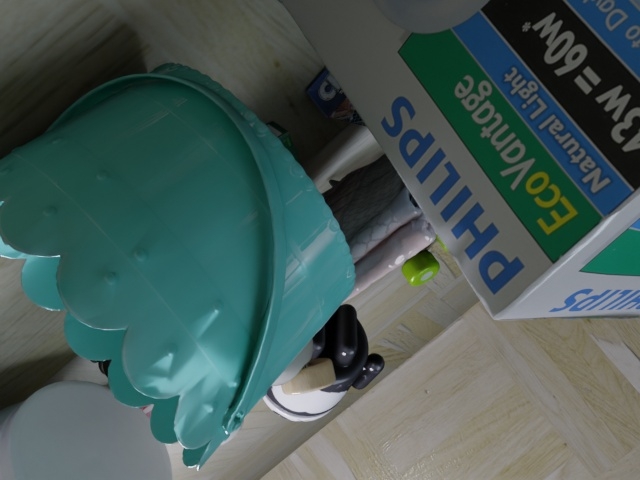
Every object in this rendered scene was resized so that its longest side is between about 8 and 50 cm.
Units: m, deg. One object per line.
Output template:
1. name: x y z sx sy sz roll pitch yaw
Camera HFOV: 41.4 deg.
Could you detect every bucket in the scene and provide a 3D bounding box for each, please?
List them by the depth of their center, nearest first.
1. bucket: -0.120 0.012 0.650 0.183 0.281 0.281 -42 165 -20

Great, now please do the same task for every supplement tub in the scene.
1. supplement tub: -0.354 0.341 1.019 0.331 0.241 0.241 -43 162 29

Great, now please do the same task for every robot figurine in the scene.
1. robot figurine: -0.016 0.217 1.514 0.173 0.209 0.278 -42 168 -36

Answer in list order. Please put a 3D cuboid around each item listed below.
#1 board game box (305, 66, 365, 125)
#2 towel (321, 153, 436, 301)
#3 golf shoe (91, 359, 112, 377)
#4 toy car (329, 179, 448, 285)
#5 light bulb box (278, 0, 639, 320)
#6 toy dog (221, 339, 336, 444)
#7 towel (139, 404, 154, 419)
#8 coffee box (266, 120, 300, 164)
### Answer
1. board game box: 0.105 -0.195 0.941 0.165 0.042 0.243 -45 161 21
2. towel: 0.000 0.000 0.915 0.317 0.053 0.332 -35 -168 23
3. golf shoe: -0.193 0.106 1.025 0.198 0.094 0.077 -47 159 22
4. toy car: 0.090 -0.034 1.160 0.188 0.155 0.149 2 138 -50
5. light bulb box: 0.202 -0.187 0.585 0.225 0.358 0.361 5 135 -46
6. toy dog: -0.115 0.163 1.159 0.161 0.220 0.333 -18 160 24
7. towel: -0.198 0.202 1.352 0.237 0.037 0.329 -24 158 -40
8. coffee box: -0.100 -0.032 0.878 0.184 0.040 0.113 -35 134 -15
